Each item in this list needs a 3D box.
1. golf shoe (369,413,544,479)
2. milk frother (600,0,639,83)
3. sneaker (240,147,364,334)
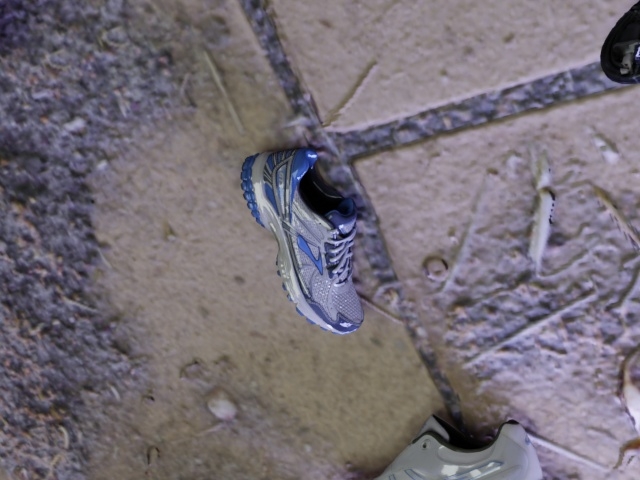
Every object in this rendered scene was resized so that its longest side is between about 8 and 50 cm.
[{"bbox_3d":[0.073,0.161,1.012,0.176,0.069,0.086,-8,93,26],"label":"golf shoe"},{"bbox_3d":[0.181,-0.149,0.729,0.143,0.129,0.135,-20,111,27],"label":"milk frother"},{"bbox_3d":[0.000,0.000,0.952,0.058,0.052,0.135,-19,108,29],"label":"sneaker"}]
